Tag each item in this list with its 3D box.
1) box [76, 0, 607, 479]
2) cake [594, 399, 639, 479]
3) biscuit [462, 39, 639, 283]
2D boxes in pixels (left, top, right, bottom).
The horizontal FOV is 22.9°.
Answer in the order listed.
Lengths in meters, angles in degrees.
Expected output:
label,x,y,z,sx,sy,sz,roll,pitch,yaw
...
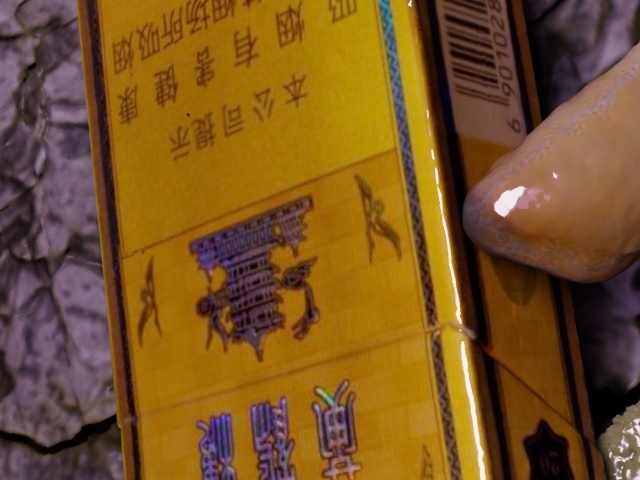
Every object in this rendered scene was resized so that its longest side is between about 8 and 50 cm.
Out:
label,x,y,z,sx,sy,sz,roll,pitch,yaw
box,0.000,0.000,0.643,0.193,0.084,0.302,-20,71,41
cake,0.160,0.111,0.581,0.140,0.051,0.055,37,101,30
biscuit,0.155,-0.066,0.564,0.047,0.164,0.208,32,99,59
